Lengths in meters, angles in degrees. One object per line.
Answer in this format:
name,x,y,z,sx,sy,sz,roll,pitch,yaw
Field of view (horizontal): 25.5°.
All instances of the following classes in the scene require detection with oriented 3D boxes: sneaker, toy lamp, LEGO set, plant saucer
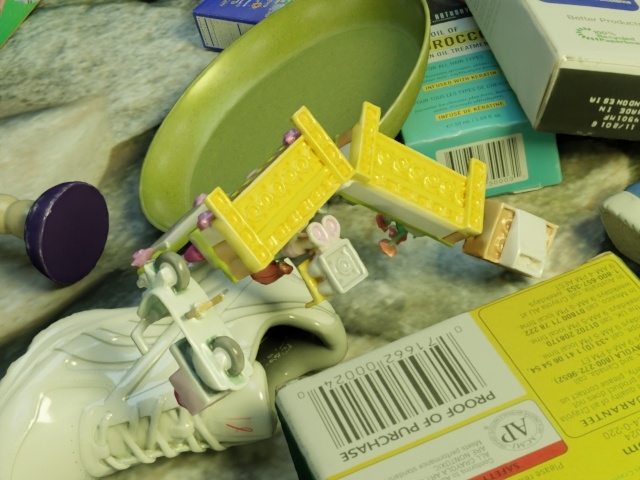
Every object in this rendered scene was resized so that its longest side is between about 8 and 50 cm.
sneaker,0.234,-0.001,0.812,0.084,0.058,0.152,-30,32,-6
toy lamp,-0.276,-0.030,1.010,0.274,0.080,0.080,14,46,29
sneaker,-0.082,0.083,0.789,0.232,0.090,0.115,-35,45,-24
LEGO set,0.000,0.000,0.802,0.287,0.132,0.107,-17,-7,-42
plant saucer,-0.020,-0.085,0.970,0.241,0.037,0.241,-28,35,22

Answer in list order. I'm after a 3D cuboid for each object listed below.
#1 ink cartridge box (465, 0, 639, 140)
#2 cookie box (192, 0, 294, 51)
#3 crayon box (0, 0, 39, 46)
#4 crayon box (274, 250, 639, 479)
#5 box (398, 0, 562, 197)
ink cartridge box,0.186,-0.194,1.010,0.175,0.069,0.371,4,39,-15
cookie box,-0.034,-0.189,1.159,0.107,0.040,0.092,14,46,32
crayon box,-0.336,-0.268,1.328,0.165,0.081,0.278,2,40,21
crayon box,0.125,0.152,0.634,0.202,0.081,0.318,-21,37,-8
box,0.096,-0.121,1.011,0.100,0.060,0.244,-13,37,2
